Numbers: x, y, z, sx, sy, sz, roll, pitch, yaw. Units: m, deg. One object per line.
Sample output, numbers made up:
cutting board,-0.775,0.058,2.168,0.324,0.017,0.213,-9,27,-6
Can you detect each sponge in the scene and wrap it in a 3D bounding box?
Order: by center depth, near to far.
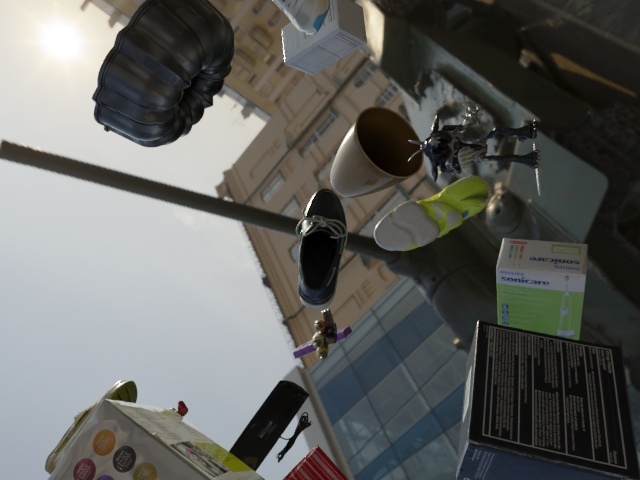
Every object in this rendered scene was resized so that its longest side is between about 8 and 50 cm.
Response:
sponge,0.009,0.374,2.003,0.031,0.210,0.117,67,-166,4

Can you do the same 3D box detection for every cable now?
cable,0.012,0.267,1.634,0.287,0.072,0.139,27,-122,-88

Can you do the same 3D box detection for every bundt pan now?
bundt pan,-0.282,-0.316,1.057,0.124,0.330,0.331,36,-164,-1

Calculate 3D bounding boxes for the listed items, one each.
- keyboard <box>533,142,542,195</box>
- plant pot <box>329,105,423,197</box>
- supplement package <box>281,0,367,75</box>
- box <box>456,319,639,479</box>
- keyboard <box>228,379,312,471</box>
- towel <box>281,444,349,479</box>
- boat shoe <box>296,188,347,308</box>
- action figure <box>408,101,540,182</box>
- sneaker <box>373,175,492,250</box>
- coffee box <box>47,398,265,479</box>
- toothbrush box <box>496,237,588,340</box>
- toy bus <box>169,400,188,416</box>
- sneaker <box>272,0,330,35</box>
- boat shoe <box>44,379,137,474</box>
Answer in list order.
keyboard,0.550,-0.185,1.377,0.256,0.014,0.072,-50,-43,-60
plant pot,0.142,-0.234,1.650,0.237,0.254,0.236,14,-120,-25
supplement package,0.010,-0.655,1.737,0.139,0.244,0.133,7,-108,-46
box,0.447,0.353,1.107,0.294,0.182,0.296,9,-135,13
keyboard,-0.144,0.585,1.653,0.201,0.317,0.033,42,171,-31
towel,-0.038,0.785,1.632,0.275,0.031,0.199,-39,-99,-28
boat shoe,0.000,0.000,1.019,0.095,0.079,0.254,9,-120,5
action figure,0.327,-0.215,1.181,0.141,0.276,0.163,47,-134,-71
sneaker,0.220,-0.041,1.070,0.126,0.240,0.091,53,-166,-80
coffee box,-0.383,0.595,1.209,0.335,0.337,0.338,29,168,19
toothbrush box,0.582,0.143,1.437,0.122,0.207,0.283,-61,-35,-41
toy bus,-0.409,0.565,1.514,0.105,0.202,0.190,-16,-108,-35
sneaker,-0.060,-0.469,1.027,0.092,0.087,0.228,5,-137,-41
boat shoe,-0.575,0.464,1.375,0.302,0.104,0.113,-65,-31,-62
